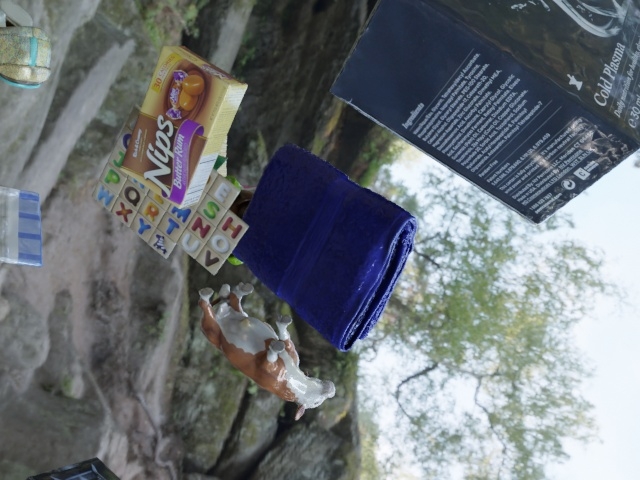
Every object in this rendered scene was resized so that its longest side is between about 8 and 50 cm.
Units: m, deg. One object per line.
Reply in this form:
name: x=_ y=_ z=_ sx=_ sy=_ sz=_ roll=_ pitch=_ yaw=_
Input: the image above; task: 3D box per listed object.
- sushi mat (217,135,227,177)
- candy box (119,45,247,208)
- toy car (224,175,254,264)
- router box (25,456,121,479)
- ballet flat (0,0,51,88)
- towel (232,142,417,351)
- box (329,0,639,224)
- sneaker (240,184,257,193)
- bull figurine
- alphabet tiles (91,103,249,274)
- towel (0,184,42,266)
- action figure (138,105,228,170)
sushi mat: x=-0.327 y=-0.235 z=1.777 sx=0.316 sy=0.019 sz=0.151 roll=-5 pitch=97 yaw=-72
candy box: x=-0.185 y=-0.149 z=0.881 sx=0.186 sy=0.109 sz=0.053 roll=-62 pitch=168 yaw=22
toy car: x=-0.132 y=-0.026 z=1.345 sx=0.189 sy=0.155 sz=0.148 roll=15 pitch=-117 yaw=37
router box: x=-0.369 y=0.488 z=1.114 sx=0.081 sy=0.243 sz=0.309 roll=-49 pitch=171 yaw=-9
ballet flat: x=-0.569 y=-0.371 z=1.145 sx=0.349 sy=0.123 sz=0.123 roll=33 pitch=-74 yaw=33
towel: x=0.000 y=0.000 z=1.040 sx=0.308 sy=0.076 sz=0.227 roll=36 pitch=-76 yaw=39
box: x=0.351 y=-0.374 z=1.234 sx=0.479 sy=0.472 sz=0.297 roll=-60 pitch=-177 yaw=-32
sneaker: x=-0.121 y=-0.076 z=1.520 sx=0.103 sy=0.253 sz=0.111 roll=82 pitch=-7 yaw=-53
bull figurine: x=-0.110 y=0.199 z=1.240 sx=0.101 sy=0.311 sz=0.188 roll=-42 pitch=152 yaw=-38
alphabet tiles: x=-0.226 y=-0.058 z=1.006 sx=0.198 sy=0.237 sz=0.009 roll=-51 pitch=179 yaw=36
towel: x=-0.762 y=-0.053 z=1.479 sx=0.034 sy=0.285 sz=0.209 roll=-35 pitch=-124 yaw=33
action figure: x=-0.339 y=-0.231 z=1.550 sx=0.063 sy=0.232 sz=0.137 roll=-39 pitch=-166 yaw=34
